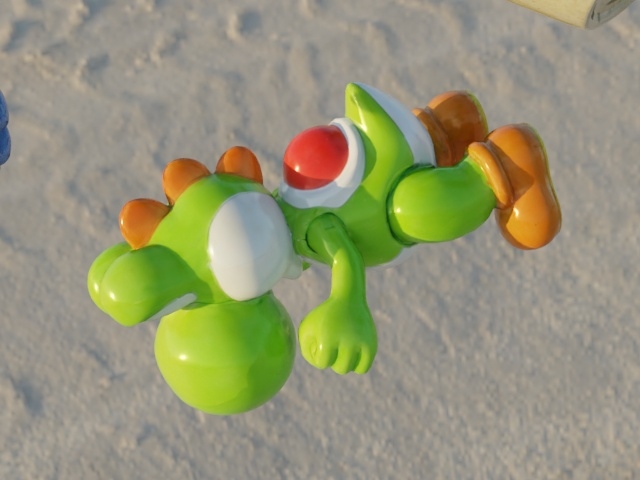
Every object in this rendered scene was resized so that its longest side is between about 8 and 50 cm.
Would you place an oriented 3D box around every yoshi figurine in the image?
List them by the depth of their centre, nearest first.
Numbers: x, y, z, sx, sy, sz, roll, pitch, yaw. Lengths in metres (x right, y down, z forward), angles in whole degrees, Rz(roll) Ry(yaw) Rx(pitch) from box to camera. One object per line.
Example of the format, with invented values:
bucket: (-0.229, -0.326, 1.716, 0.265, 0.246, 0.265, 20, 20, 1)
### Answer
yoshi figurine: (0.002, 0.021, 1.132, 0.362, 0.203, 0.203, -20, 71, -17)

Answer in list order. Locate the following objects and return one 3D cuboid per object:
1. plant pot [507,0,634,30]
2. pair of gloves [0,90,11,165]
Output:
plant pot: (0.071, -0.238, 0.682, 0.274, 0.256, 0.256, 43, 55, 11)
pair of gloves: (-0.233, -0.066, 0.870, 0.023, 0.198, 0.159, -10, 52, -37)
